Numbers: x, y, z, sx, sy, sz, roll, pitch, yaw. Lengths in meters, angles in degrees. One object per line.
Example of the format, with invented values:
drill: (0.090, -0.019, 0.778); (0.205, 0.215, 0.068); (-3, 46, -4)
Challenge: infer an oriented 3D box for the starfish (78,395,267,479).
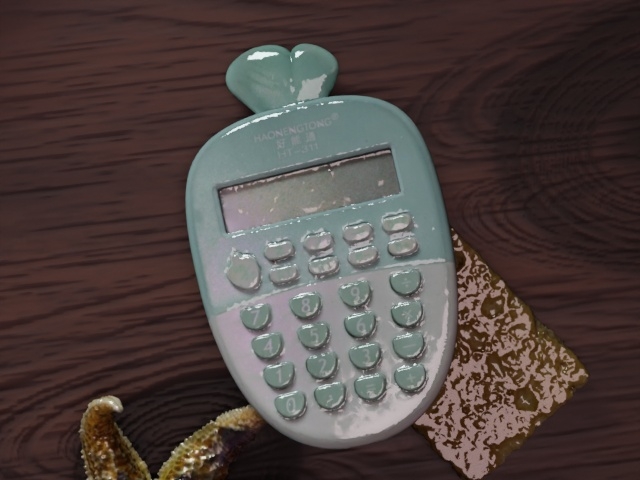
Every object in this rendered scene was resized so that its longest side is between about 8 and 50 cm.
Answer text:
starfish: (-0.103, 0.211, 1.117); (0.216, 0.071, 0.238); (-38, 107, -5)

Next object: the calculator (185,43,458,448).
calculator: (0.000, 0.000, 1.084); (0.184, 0.042, 0.295); (-13, 80, 6)

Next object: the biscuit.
biscuit: (0.080, 0.062, 1.132); (0.131, 0.025, 0.231); (-43, 95, 0)
